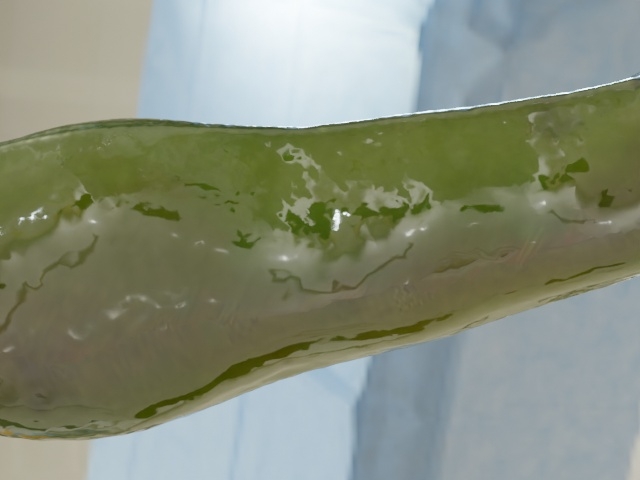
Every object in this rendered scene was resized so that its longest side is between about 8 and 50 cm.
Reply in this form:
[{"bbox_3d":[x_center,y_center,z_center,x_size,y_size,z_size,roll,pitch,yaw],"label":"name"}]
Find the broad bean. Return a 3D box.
[{"bbox_3d":[0.000,-0.004,0.408,0.075,0.325,0.067,62,-164,-57],"label":"broad bean"}]
